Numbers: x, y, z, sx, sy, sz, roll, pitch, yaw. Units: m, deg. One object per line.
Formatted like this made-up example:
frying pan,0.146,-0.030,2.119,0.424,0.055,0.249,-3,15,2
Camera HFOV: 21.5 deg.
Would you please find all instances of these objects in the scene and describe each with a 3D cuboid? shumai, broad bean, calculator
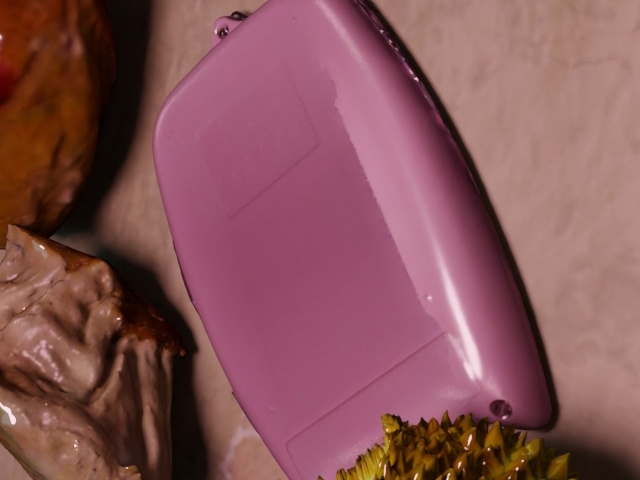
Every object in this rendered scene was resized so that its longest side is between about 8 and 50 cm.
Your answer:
shumai,-0.136,0.085,0.985,0.120,0.201,0.201,-42,60,-11
broad bean,-0.191,-0.100,0.989,0.156,0.122,0.228,41,133,40
calculator,-0.001,0.000,0.908,0.194,0.043,0.294,-38,68,35

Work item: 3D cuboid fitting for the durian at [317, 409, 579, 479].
durian,0.052,0.193,0.781,0.176,0.200,0.237,28,136,-2
